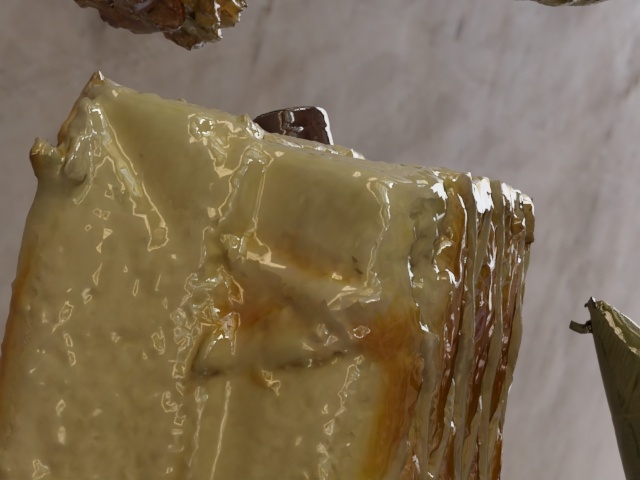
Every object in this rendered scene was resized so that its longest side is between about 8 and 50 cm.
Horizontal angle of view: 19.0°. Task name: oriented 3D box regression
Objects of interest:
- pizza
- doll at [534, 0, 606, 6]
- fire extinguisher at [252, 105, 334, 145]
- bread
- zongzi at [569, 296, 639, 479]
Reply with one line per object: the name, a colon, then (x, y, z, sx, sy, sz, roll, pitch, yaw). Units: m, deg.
pizza: (-0.222, -0.310, 2.179, 0.114, 0.277, 0.409, -61, -164, -4)
doll: (0.177, -0.213, 1.376, 0.209, 0.137, 0.097, -26, 108, -61)
fire extinguisher: (0.000, 0.000, 1.610, 0.071, 0.099, 0.231, -4, 75, -35)
bread: (-0.027, 0.109, 1.241, 0.371, 0.279, 0.390, 15, 82, -75)
zongzi: (0.338, 0.291, 1.763, 0.181, 0.418, 0.447, -44, -178, 34)
